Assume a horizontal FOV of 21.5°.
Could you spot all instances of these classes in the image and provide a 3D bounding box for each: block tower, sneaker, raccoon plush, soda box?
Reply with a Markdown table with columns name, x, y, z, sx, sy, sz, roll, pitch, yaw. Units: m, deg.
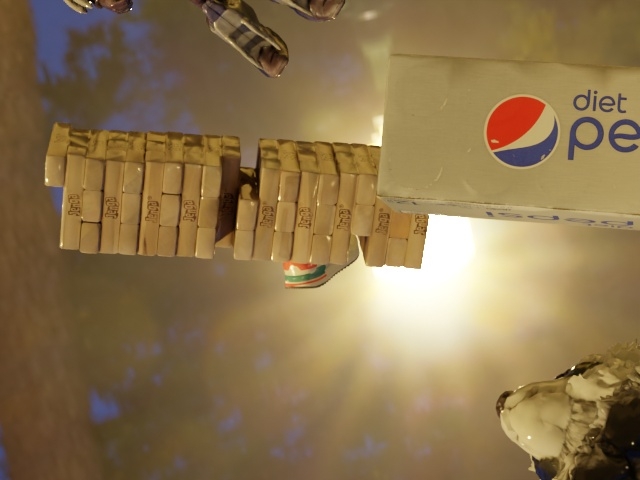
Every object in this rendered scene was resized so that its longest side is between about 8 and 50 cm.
| name | x | y | z | sx | sy | sz | roll | pitch | yaw |
| --- | --- | --- | --- | --- | --- | --- | --- | --- | --- |
| block tower | -0.075 | -0.038 | 1.504 | 0.335 | 0.097 | 0.091 | 5 | -159 | -7 |
| sneaker | 0.000 | 0.000 | 2.005 | 0.057 | 0.075 | 0.161 | -2 | -161 | 26 |
| raccoon plush | 0.339 | 0.238 | 1.337 | 0.216 | 0.446 | 0.299 | -50 | 172 | 1 |
| soda box | 0.185 | -0.059 | 1.086 | 0.286 | 0.098 | 0.091 | 4 | 175 | 12 |

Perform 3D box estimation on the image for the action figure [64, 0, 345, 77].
| name | x | y | z | sx | sy | sz | roll | pitch | yaw |
| --- | --- | --- | --- | --- | --- | --- | --- | --- | --- |
| action figure | -0.123 | -0.254 | 1.420 | 0.185 | 0.285 | 0.099 | -51 | -154 | 14 |
